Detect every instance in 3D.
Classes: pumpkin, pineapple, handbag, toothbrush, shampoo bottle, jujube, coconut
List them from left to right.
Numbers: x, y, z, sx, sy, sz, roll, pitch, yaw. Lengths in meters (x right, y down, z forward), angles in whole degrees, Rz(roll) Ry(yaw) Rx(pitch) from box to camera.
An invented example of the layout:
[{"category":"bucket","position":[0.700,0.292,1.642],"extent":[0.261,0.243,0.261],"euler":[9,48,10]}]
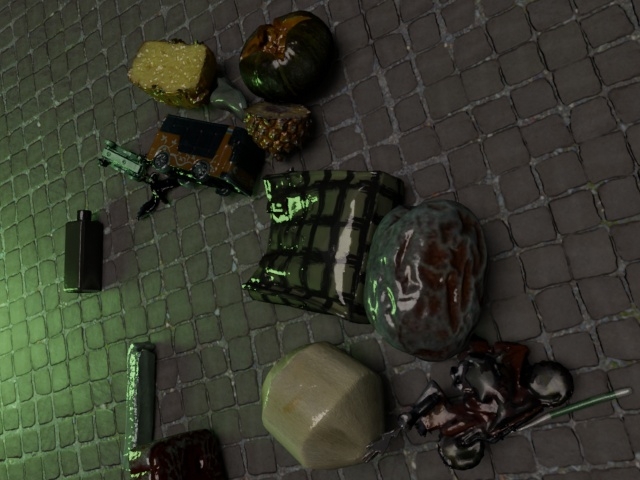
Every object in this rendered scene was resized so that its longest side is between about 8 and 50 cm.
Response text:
[{"category":"shampoo bottle","position":[-0.701,0.032,1.682],"extent":[0.079,0.080,0.245],"euler":[-6,81,26]},{"category":"pineapple","position":[-0.104,-0.251,1.368],"extent":[0.176,0.162,0.136],"euler":[42,137,51]},{"category":"pumpkin","position":[-0.078,-0.432,1.357],"extent":[0.238,0.159,0.237],"euler":[-18,53,26]},{"category":"handbag","position":[0.000,0.000,1.273],"extent":[0.327,0.163,0.325],"euler":[7,84,37]},{"category":"coconut","position":[0.017,0.347,1.169],"extent":[0.266,0.237,0.237],"euler":[30,98,27]},{"category":"jujube","position":[0.207,0.078,1.091],"extent":[0.216,0.247,0.307],"euler":[-3,84,38]},{"category":"toothbrush","position":[0.450,0.321,1.062],"extent":[0.257,0.018,0.024],"euler":[-28,65,23]}]

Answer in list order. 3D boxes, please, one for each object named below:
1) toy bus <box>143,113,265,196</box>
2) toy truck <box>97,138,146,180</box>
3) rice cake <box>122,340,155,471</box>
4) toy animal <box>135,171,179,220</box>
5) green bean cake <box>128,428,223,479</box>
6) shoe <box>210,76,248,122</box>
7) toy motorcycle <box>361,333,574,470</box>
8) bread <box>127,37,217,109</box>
[{"category":"toy bus","position":[-0.289,-0.216,1.450],"extent":[0.275,0.138,0.167],"euler":[16,80,27]},{"category":"toy truck","position":[-0.564,-0.229,1.654],"extent":[0.154,0.078,0.080],"euler":[24,96,12]},{"category":"rice cake","position":[-0.485,0.440,1.520],"extent":[0.063,0.066,0.336],"euler":[-2,82,29]},{"category":"toy animal","position":[-0.457,-0.145,1.594],"extent":[0.220,0.062,0.108],"euler":[-44,84,15]},{"category":"green bean cake","position":[-0.328,0.552,1.328],"extent":[0.097,0.233,0.198],"euler":[-21,70,28]},{"category":"shoe","position":[-0.242,-0.357,1.458],"extent":[0.078,0.079,0.195],"euler":[-20,45,-13]},{"category":"toy motorcycle","position":[0.261,0.315,1.079],"extent":[0.401,0.134,0.207],"euler":[-38,58,4]},{"category":"bread","position":[-0.381,-0.442,1.540],"extent":[0.261,0.147,0.160],"euler":[9,80,29]}]
